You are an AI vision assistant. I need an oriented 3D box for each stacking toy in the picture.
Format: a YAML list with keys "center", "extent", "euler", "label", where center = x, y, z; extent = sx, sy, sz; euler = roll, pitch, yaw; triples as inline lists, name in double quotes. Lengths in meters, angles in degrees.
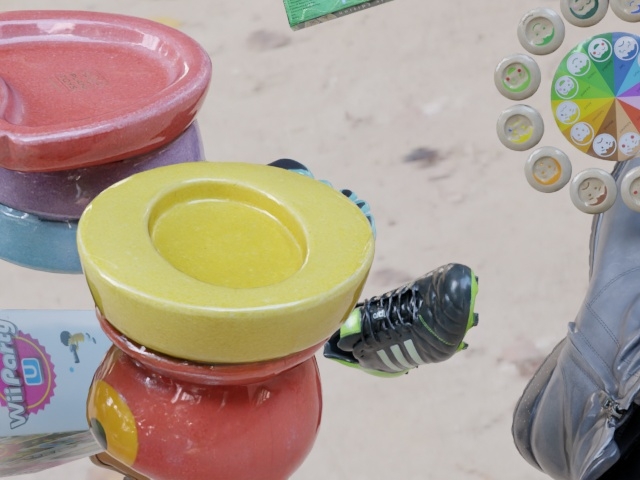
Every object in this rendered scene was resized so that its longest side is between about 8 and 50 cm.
- center: [-0.149, 0.014, 0.670]
  extent: [0.280, 0.130, 0.309]
  euler: [-8, 33, -20]
  label: "stacking toy"

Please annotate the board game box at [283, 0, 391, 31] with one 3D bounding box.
- center: [0.075, -0.324, 1.550]
  extent: [0.260, 0.136, 0.030]
  euler: [-16, -7, 8]
  label: "board game box"

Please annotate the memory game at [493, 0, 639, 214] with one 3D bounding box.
- center: [0.221, -0.108, 1.104]
  extent: [0.186, 0.186, 0.012]
  euler: [-1, 11, 17]
  label: "memory game"

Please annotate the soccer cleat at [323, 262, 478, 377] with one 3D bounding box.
- center: [0.055, 0.060, 1.027]
  extent: [0.072, 0.179, 0.060]
  euler: [9, 67, -18]
  label: "soccer cleat"

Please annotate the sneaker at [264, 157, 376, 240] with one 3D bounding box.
- center: [0.000, 0.000, 0.855]
  extent: [0.038, 0.069, 0.098]
  euler: [-22, 39, -25]
  label: "sneaker"

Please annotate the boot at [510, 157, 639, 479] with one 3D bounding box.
- center: [0.269, 0.053, 1.112]
  extent: [0.118, 0.338, 0.223]
  euler: [21, -1, -7]
  label: "boot"

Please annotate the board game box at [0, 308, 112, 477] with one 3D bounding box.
- center: [-0.270, 0.120, 1.062]
  extent: [0.224, 0.097, 0.303]
  euler: [-23, -17, 38]
  label: "board game box"

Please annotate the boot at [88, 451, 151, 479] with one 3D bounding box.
- center: [-0.162, 0.219, 1.573]
  extent: [0.152, 0.197, 0.073]
  euler: [-12, 35, 12]
  label: "boot"
